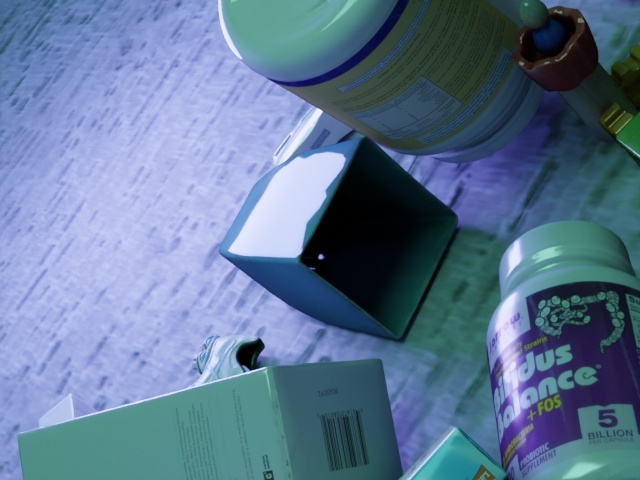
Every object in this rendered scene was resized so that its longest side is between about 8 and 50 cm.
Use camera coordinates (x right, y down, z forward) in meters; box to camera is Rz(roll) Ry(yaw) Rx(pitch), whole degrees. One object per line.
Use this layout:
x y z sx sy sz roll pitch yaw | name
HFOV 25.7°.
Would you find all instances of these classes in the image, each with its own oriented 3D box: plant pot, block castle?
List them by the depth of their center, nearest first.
0.402 -0.171 1.311 0.303 0.213 0.453 -43 35 6 | block castle
0.000 0.000 1.627 0.234 0.165 0.165 -2 55 54 | plant pot

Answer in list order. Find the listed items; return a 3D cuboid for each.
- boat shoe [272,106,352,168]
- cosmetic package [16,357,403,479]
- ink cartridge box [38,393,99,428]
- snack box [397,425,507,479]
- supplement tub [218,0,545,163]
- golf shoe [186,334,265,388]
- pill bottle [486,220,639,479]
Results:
0.004 -0.155 1.853 0.184 0.066 0.063 -55 36 7 | boat shoe
-0.119 0.235 1.461 0.366 0.197 0.155 -16 79 34 | cosmetic package
-0.278 0.285 1.691 0.061 0.104 0.181 -38 37 15 | ink cartridge box
0.073 0.246 1.218 0.187 0.060 0.322 -47 -9 -2 | snack box
0.078 -0.233 1.515 0.241 0.331 0.241 -17 62 35 | supplement tub
-0.113 0.181 1.653 0.086 0.069 0.176 -15 47 29 | golf shoe
0.235 0.130 1.241 0.169 0.169 0.301 -29 39 25 | pill bottle
